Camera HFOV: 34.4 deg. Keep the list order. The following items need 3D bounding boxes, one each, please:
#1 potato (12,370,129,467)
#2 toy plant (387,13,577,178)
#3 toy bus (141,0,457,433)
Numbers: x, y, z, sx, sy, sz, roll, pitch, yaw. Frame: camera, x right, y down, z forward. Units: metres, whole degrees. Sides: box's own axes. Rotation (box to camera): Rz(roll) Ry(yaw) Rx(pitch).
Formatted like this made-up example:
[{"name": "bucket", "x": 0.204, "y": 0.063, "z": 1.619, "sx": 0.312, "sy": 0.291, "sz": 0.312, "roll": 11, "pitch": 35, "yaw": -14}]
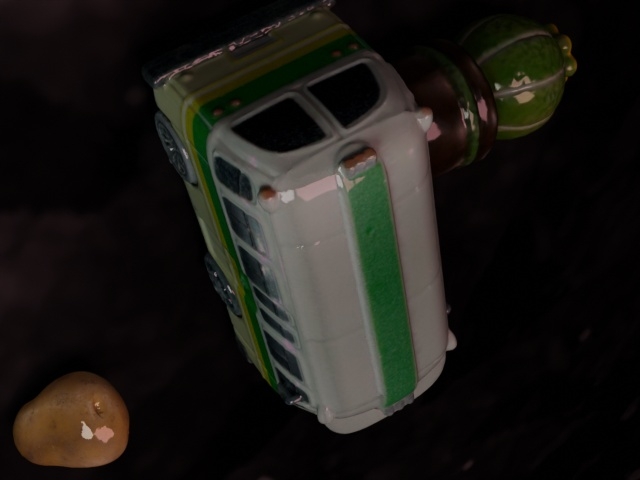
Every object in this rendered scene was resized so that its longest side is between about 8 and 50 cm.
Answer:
[{"name": "potato", "x": -0.174, "y": 0.129, "z": 0.721, "sx": 0.083, "sy": 0.068, "sz": 0.062, "roll": -22, "pitch": 176, "yaw": -3}, {"name": "toy plant", "x": 0.106, "y": -0.104, "z": 0.723, "sx": 0.162, "sy": 0.093, "sz": 0.093, "roll": -25, "pitch": 135, "yaw": -20}, {"name": "toy bus", "x": 0.000, "y": 0.000, "z": 0.671, "sx": 0.133, "sy": 0.165, "sz": 0.276, "roll": -29, "pitch": 136, "yaw": -15}]
